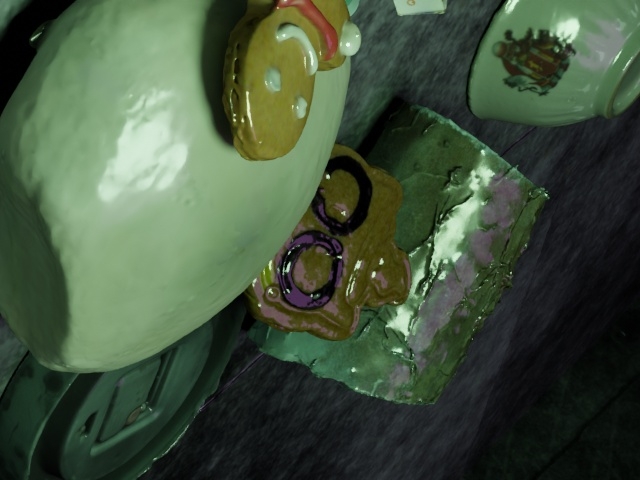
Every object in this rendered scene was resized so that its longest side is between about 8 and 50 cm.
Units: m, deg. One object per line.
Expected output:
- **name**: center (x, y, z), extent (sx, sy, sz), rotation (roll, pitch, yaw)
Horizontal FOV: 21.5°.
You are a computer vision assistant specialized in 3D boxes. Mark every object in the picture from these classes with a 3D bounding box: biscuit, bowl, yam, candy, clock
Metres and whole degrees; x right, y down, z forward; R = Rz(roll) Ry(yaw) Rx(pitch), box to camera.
- **biscuit**: center (0.000, 0.000, 1.769), extent (0.290, 0.041, 0.208), rotation (28, 79, -38)
- **bowl**: center (0.352, -0.259, 2.168), extent (0.337, 0.157, 0.337), rotation (-45, 159, -22)
- **yam**: center (0.097, 0.025, 1.983), extent (0.348, 0.241, 0.241), rotation (-59, 159, 8)
- **biscuit**: center (-0.009, -0.219, 1.341), extent (0.216, 0.047, 0.339), rotation (52, 47, -54)
- **candy**: center (-0.109, -0.073, 1.447), extent (0.427, 0.186, 0.386), rotation (-38, 153, -49)
- **clock**: center (-0.205, 0.147, 1.744), extent (0.325, 0.067, 0.325), rotation (-44, 158, -23)

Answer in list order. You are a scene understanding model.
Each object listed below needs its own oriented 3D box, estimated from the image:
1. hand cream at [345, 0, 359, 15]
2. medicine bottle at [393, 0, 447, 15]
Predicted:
- **hand cream**: center (-0.001, -0.248, 1.548), extent (0.047, 0.076, 0.174), rotation (-32, 164, 4)
- **medicine bottle**: center (0.084, -0.319, 1.432), extent (0.171, 0.052, 0.201), rotation (64, 31, -47)
